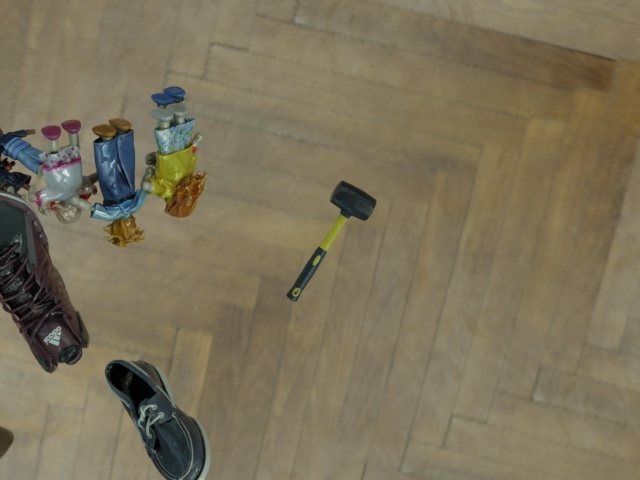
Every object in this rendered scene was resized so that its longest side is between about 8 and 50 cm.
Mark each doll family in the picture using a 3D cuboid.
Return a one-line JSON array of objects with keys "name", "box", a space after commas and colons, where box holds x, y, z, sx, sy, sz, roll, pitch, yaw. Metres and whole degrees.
[{"name": "doll family", "box": [-0.237, -0.081, 1.597, 0.263, 0.118, 0.163, -23, 126, -33]}, {"name": "doll family", "box": [-0.477, -0.097, 1.796, 0.111, 0.193, 0.076, 30, 131, 16]}]

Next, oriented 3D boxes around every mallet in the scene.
[{"name": "mallet", "box": [0.000, 0.000, 1.754, 0.062, 0.039, 0.190, 37, 102, -11]}]

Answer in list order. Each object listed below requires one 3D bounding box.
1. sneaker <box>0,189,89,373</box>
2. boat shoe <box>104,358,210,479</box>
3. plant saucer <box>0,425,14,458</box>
[{"name": "sneaker", "box": [-0.343, 0.063, 1.491, 0.106, 0.281, 0.162, -33, 59, -7]}, {"name": "boat shoe", "box": [-0.189, 0.204, 1.394, 0.065, 0.206, 0.075, 29, 104, -41]}, {"name": "plant saucer", "box": [-0.522, 0.312, 1.782, 0.168, 0.168, 0.029, -23, 109, 10]}]
